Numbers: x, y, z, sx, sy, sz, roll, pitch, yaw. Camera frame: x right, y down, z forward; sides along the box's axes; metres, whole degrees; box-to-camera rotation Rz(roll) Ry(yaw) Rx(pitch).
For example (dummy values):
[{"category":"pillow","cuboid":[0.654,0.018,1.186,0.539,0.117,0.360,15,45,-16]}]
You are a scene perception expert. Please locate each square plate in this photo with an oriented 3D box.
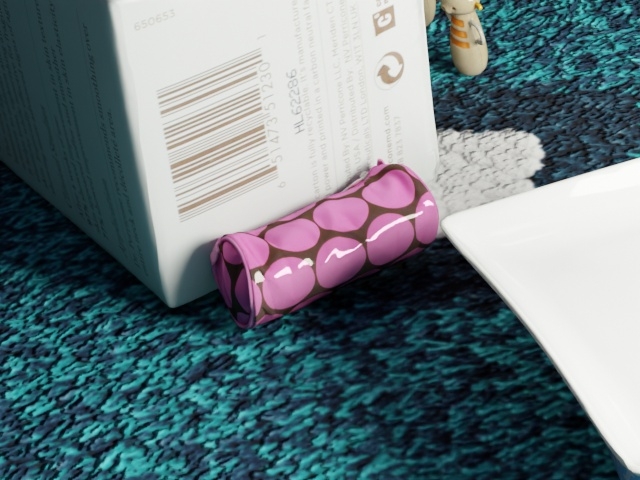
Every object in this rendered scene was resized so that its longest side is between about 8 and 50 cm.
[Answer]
[{"category":"square plate","cuboid":[0.316,0.039,1.243,0.344,0.049,0.347,-16,36,-12]}]

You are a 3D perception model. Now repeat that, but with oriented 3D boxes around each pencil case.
[{"category":"pencil case","cuboid":[0.000,0.000,1.445,0.209,0.095,0.098,-24,73,-26]}]

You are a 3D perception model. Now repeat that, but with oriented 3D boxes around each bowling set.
[{"category":"bowling set","cuboid":[0.041,-0.270,1.746,0.200,0.154,0.287,-31,50,-13]}]

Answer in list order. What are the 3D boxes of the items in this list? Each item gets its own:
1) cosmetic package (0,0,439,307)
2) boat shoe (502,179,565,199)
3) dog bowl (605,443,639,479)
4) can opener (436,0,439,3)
[{"category":"cosmetic package","cuboid":[-0.137,-0.208,1.554,0.327,0.329,0.394,-27,41,-25]},{"category":"boat shoe","cuboid":[0.183,-0.025,1.483,0.133,0.049,0.042,-30,49,-23]},{"category":"dog bowl","cuboid":[0.287,0.116,1.245,0.166,0.074,0.297,-9,34,-3]},{"category":"can opener","cuboid":[0.075,-0.326,1.915,0.186,0.059,0.073,24,34,33]}]
